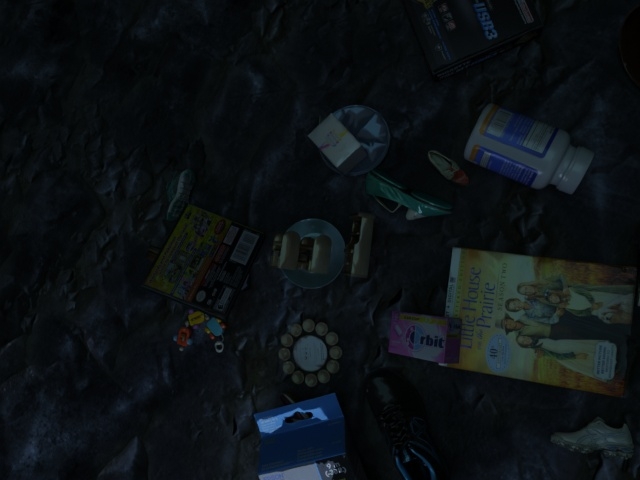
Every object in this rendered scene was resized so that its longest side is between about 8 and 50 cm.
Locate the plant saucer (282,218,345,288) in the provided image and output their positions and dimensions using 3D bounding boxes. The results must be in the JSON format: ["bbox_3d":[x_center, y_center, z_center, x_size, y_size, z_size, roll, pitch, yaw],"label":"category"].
[{"bbox_3d":[-0.020,0.037,1.462,0.195,0.037,0.194,-2,84,16],"label":"plant saucer"}]

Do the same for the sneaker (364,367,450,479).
[{"bbox_3d":[0.214,0.474,1.299,0.125,0.140,0.340,-33,75,12],"label":"sneaker"}]

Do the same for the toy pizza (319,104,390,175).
[{"bbox_3d":[0.094,-0.277,1.465,0.201,0.032,0.201,-2,83,15],"label":"toy pizza"}]

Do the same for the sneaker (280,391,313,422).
[{"bbox_3d":[-0.055,0.493,1.409,0.185,0.069,0.084,43,91,16],"label":"sneaker"}]

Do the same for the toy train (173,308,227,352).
[{"bbox_3d":[-0.340,0.265,1.527,0.166,0.046,0.125,6,87,19],"label":"toy train"}]

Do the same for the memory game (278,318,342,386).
[{"bbox_3d":[-0.028,0.309,1.450,0.186,0.012,0.186,-2,83,15],"label":"memory game"}]

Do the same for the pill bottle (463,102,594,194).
[{"bbox_3d":[0.505,-0.217,1.282,0.272,0.152,0.152,27,92,16],"label":"pill bottle"}]

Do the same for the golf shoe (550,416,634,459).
[{"bbox_3d":[0.632,0.456,1.233,0.176,0.069,0.086,4,65,13],"label":"golf shoe"}]

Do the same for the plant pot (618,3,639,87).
[{"bbox_3d":[0.857,-0.476,1.197,0.231,0.215,0.215,-24,78,-2],"label":"plant pot"}]

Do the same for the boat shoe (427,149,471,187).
[{"bbox_3d":[0.336,-0.189,1.383,0.137,0.043,0.049,43,95,14],"label":"boat shoe"}]

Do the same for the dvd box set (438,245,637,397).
[{"bbox_3d":[0.517,0.187,1.283,0.421,0.062,0.307,8,86,16],"label":"dvd box set"}]

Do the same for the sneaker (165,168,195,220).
[{"bbox_3d":[-0.437,-0.140,1.594,0.076,0.065,0.166,19,86,33],"label":"sneaker"}]

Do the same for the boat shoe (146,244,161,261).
[{"bbox_3d":[-0.387,0.113,1.519,0.307,0.111,0.104,25,90,17],"label":"boat shoe"}]

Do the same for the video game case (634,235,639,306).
[{"bbox_3d":[0.860,0.063,1.210,0.232,0.042,0.210,6,86,16],"label":"video game case"}]

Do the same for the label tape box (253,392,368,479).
[{"bbox_3d":[-0.023,0.584,1.327,0.241,0.106,0.333,-19,96,13],"label":"label tape box"}]

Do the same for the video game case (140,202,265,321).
[{"bbox_3d":[-0.320,0.055,1.463,0.248,0.035,0.274,21,66,3],"label":"video game case"}]

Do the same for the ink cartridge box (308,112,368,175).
[{"bbox_3d":[0.042,-0.263,1.412,0.090,0.092,0.143,-43,74,8],"label":"ink cartridge box"}]

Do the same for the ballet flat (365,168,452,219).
[{"bbox_3d":[0.226,-0.105,1.396,0.247,0.083,0.087,28,116,17],"label":"ballet flat"}]

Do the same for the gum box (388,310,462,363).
[{"bbox_3d":[0.254,0.237,1.310,0.188,0.062,0.107,-1,81,51],"label":"gum box"}]

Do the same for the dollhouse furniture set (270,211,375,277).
[{"bbox_3d":[0.000,0.000,1.338,0.242,0.212,0.160,7,88,-10],"label":"dollhouse furniture set"}]

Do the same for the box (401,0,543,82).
[{"bbox_3d":[0.388,-0.616,1.399,0.294,0.073,0.295,-21,80,14],"label":"box"}]
